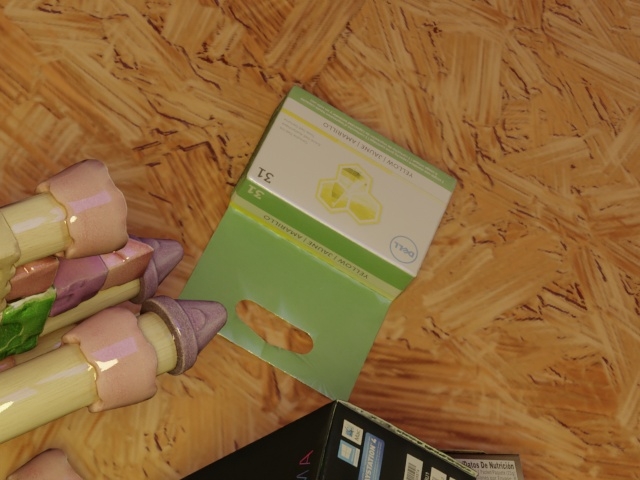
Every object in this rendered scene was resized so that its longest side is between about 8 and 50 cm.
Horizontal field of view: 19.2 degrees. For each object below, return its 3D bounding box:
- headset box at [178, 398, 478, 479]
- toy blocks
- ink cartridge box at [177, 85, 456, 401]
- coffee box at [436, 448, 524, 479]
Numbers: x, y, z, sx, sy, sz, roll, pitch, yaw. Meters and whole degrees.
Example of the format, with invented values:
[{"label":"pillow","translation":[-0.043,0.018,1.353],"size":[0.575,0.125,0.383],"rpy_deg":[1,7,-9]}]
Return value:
[{"label":"headset box","translation":[-0.046,0.276,1.272],"size":[0.131,0.283,0.246],"rpy_deg":[31,52,-25]},{"label":"toy blocks","translation":[-0.207,0.025,1.342],"size":[0.260,0.288,0.309],"rpy_deg":[-23,69,-30]},{"label":"ink cartridge box","translation":[0.000,0.000,1.596],"size":[0.171,0.056,0.235],"rpy_deg":[31,51,-6]},{"label":"coffee box","translation":[0.101,0.296,1.407],"size":[0.098,0.141,0.246],"rpy_deg":[4,58,-22]}]
